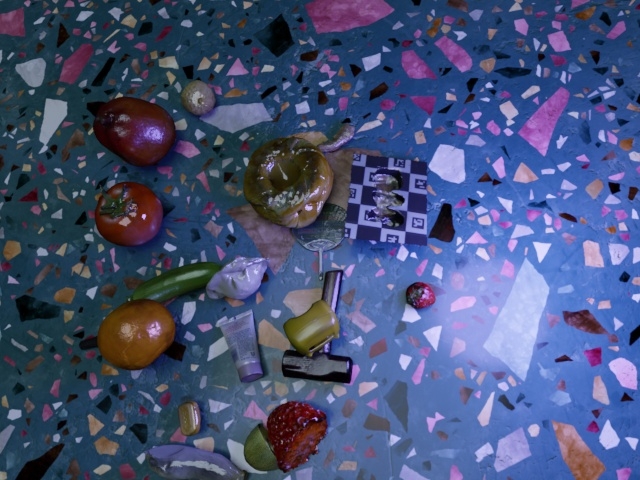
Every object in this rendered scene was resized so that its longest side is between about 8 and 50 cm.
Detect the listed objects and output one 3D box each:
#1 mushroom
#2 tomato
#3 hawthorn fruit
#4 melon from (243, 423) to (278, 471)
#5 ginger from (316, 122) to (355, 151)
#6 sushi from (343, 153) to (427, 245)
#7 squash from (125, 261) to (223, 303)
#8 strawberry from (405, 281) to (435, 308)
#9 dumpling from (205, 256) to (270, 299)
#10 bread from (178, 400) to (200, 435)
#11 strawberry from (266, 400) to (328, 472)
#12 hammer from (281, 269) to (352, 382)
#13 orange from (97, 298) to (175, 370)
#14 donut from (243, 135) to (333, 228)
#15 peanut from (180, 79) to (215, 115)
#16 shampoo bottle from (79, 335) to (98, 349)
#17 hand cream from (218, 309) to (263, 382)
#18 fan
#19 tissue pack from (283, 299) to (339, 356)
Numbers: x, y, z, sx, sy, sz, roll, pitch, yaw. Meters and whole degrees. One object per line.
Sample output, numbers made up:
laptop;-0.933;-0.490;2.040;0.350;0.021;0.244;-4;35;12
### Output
mushroom;-0.418;0.756;1.615;0.352;0.097;0.109;7;74;8
tomato;-0.737;-0.100;1.864;0.256;0.224;0.255;-4;72;11
hawthorn fruit;-0.752;-0.444;1.950;0.312;0.295;0.294;9;68;-34
melon;-0.202;0.707;1.607;0.128;0.079;0.160;-40;72;0
ginger;0.067;-0.406;1.940;0.173;0.051;0.069;-33;68;-5
sushi;0.244;-0.135;1.814;0.297;0.100;0.372;6;63;0
squash;-0.552;0.163;1.818;0.395;0.107;0.107;-20;71;3
strawberry;0.353;0.195;1.691;0.106;0.106;0.106;-2;72;7
dumpling;-0.302;0.129;1.746;0.258;0.193;0.147;-32;67;0
bread;-0.450;0.620;1.682;0.082;0.056;0.115;-28;66;22
strawberry;-0.096;0.609;1.564;0.178;0.234;0.234;33;79;31
hammer;0.014;0.292;1.706;0.243;0.095;0.408;6;71;10
orange;-0.646;0.327;1.700;0.261;0.261;0.260;-2;72;7
donut;-0.121;-0.221;1.845;0.361;0.170;0.360;-5;66;12
peanut;-0.521;-0.606;2.055;0.140;0.109;0.159;-48;68;7
shampoo bottle;-0.845;0.383;1.828;0.137;0.027;0.048;-14;73;3
hand cream;-0.281;0.380;1.732;0.133;0.083;0.247;-20;60;0
fan;0.023;-0.024;1.846;0.223;0.012;0.294;-30;71;-3
tissue pack;-0.024;0.295;1.604;0.178;0.123;0.127;-33;58;-9
